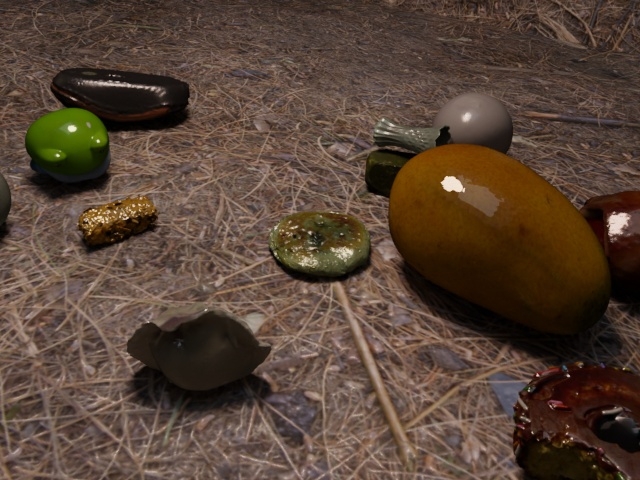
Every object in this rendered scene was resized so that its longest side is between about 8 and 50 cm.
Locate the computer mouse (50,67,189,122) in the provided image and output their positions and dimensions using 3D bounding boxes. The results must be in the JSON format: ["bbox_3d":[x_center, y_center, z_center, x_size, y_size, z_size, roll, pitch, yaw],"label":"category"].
[{"bbox_3d":[-0.489,-0.354,1.382,0.323,0.116,0.183,1,32,-18],"label":"computer mouse"}]

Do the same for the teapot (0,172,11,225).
[{"bbox_3d":[-0.626,-0.057,0.936,0.193,0.129,0.294,-20,40,-31],"label":"teapot"}]

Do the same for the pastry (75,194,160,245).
[{"bbox_3d":[-0.363,-0.038,0.997,0.140,0.056,0.080,-16,47,-36],"label":"pastry"}]

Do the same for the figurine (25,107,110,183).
[{"bbox_3d":[-0.527,-0.204,1.154,0.162,0.143,0.263,-21,31,-27],"label":"figurine"}]

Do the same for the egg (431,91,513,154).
[{"bbox_3d":[0.330,-0.236,1.225,0.176,0.176,0.232,19,13,20],"label":"egg"}]

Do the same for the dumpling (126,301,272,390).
[{"bbox_3d":[-0.158,0.126,0.716,0.188,0.127,0.108,0,42,4],"label":"dumpling"}]

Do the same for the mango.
[{"bbox_3d":[0.280,-0.006,0.882,0.264,0.221,0.378,-22,53,-39],"label":"mango"}]

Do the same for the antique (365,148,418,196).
[{"bbox_3d":[0.202,-0.132,1.167,0.221,0.080,0.081,11,34,12],"label":"antique"}]

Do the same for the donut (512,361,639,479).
[{"bbox_3d":[0.331,0.242,0.629,0.230,0.096,0.216,27,39,30],"label":"donut"}]

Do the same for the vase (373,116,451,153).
[{"bbox_3d":[0.184,-0.211,1.147,0.149,0.081,0.081,19,37,29],"label":"vase"}]

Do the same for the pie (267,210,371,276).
[{"bbox_3d":[0.000,0.000,0.988,0.187,0.041,0.187,3,36,-2],"label":"pie"}]

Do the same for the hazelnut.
[{"bbox_3d":[0.525,0.002,0.949,0.161,0.170,0.201,-18,6,9],"label":"hazelnut"}]
